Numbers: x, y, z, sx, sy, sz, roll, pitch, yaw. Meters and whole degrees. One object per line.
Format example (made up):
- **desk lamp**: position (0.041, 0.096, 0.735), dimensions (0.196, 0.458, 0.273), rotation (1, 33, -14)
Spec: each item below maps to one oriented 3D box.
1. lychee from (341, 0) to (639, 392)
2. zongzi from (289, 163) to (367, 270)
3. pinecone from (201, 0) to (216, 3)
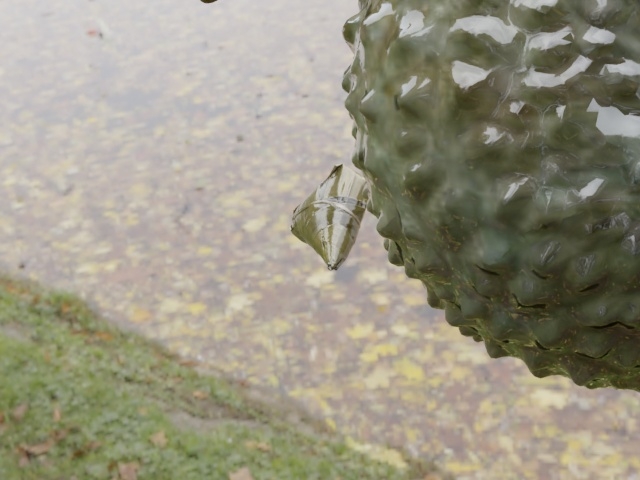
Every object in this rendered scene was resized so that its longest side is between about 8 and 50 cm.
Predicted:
- **lychee**: position (0.134, -0.059, 0.491), dimensions (0.255, 0.255, 0.274), rotation (-13, -7, -10)
- **zongzi**: position (0.000, 0.000, 1.553), dimensions (0.078, 0.160, 0.176), rotation (23, 55, -15)
- **pinecone**: position (-0.122, -0.442, 1.433), dimensions (0.244, 0.257, 0.243), rotation (4, 63, -7)
